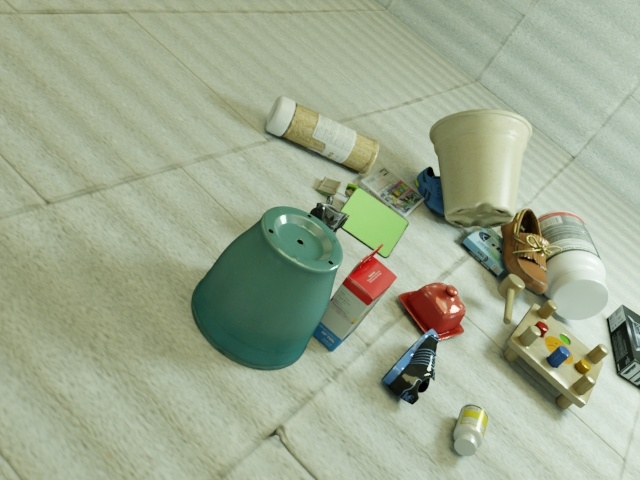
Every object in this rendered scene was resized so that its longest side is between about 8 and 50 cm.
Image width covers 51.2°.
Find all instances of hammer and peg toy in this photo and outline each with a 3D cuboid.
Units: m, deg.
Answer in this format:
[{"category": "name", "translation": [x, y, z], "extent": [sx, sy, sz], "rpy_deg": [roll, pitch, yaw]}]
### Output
[{"category": "hammer and peg toy", "translation": [0.607, 0.277, 1.849], "extent": [0.361, 0.127, 0.266], "rpy_deg": [42, 35, 12]}]

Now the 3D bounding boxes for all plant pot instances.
[{"category": "plant pot", "translation": [-0.089, 0.080, 1.370], "extent": [0.271, 0.255, 0.272], "rpy_deg": [24, 34, -17]}, {"category": "plant pot", "translation": [0.521, -0.213, 2.180], "extent": [0.333, 0.334, 0.306], "rpy_deg": [14, 70, -29]}]

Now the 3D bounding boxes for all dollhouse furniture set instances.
[{"category": "dollhouse furniture set", "translation": [0.063, -0.132, 1.992], "extent": [0.151, 0.059, 0.076], "rpy_deg": [18, 39, 9]}]

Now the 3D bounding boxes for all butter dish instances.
[{"category": "butter dish", "translation": [0.314, 0.164, 1.742], "extent": [0.159, 0.118, 0.160], "rpy_deg": [-5, 49, -45]}]

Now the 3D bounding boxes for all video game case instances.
[{"category": "video game case", "translation": [0.234, -0.158, 2.177], "extent": [0.183, 0.023, 0.201], "rpy_deg": [40, 32, 9]}]

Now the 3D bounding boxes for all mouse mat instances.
[{"category": "mouse mat", "translation": [0.148, -0.053, 1.916], "extent": [0.189, 0.007, 0.153], "rpy_deg": [35, 60, 2]}]

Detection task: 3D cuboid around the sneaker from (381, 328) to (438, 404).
[{"category": "sneaker", "translation": [0.229, 0.292, 1.547], "extent": [0.090, 0.081, 0.232], "rpy_deg": [44, 41, 10]}]

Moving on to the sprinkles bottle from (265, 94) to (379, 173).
[{"category": "sprinkles bottle", "translation": [0.008, -0.331, 2.107], "extent": [0.355, 0.121, 0.121], "rpy_deg": [22, 35, -18]}]

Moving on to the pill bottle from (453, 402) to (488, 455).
[{"category": "pill bottle", "translation": [0.330, 0.419, 1.476], "extent": [0.065, 0.065, 0.116], "rpy_deg": [37, 33, 4]}]

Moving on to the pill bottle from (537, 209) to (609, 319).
[{"category": "pill bottle", "translation": [0.813, 0.079, 2.208], "extent": [0.210, 0.210, 0.363], "rpy_deg": [25, 34, -14]}]

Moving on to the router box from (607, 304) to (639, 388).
[{"category": "router box", "translation": [1.068, 0.376, 2.167], "extent": [0.243, 0.081, 0.309], "rpy_deg": [33, 33, -2]}]

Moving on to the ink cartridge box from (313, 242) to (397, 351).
[{"category": "ink cartridge box", "translation": [0.082, 0.125, 1.483], "extent": [0.078, 0.231, 0.134], "rpy_deg": [41, 34, 11]}]

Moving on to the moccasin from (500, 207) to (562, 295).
[{"category": "moccasin", "translation": [0.670, 0.028, 2.131], "extent": [0.139, 0.147, 0.380], "rpy_deg": [33, 34, -8]}]

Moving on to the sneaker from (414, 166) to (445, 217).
[{"category": "sneaker", "translation": [0.388, -0.170, 2.274], "extent": [0.069, 0.082, 0.209], "rpy_deg": [14, 39, -32]}]

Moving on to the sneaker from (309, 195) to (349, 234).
[{"category": "sneaker", "translation": [0.000, 0.000, 1.644], "extent": [0.101, 0.153, 0.269], "rpy_deg": [21, 35, -19]}]

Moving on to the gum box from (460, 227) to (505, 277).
[{"category": "gum box", "translation": [0.564, 0.032, 2.204], "extent": [0.157, 0.041, 0.184], "rpy_deg": [45, 33, 16]}]
